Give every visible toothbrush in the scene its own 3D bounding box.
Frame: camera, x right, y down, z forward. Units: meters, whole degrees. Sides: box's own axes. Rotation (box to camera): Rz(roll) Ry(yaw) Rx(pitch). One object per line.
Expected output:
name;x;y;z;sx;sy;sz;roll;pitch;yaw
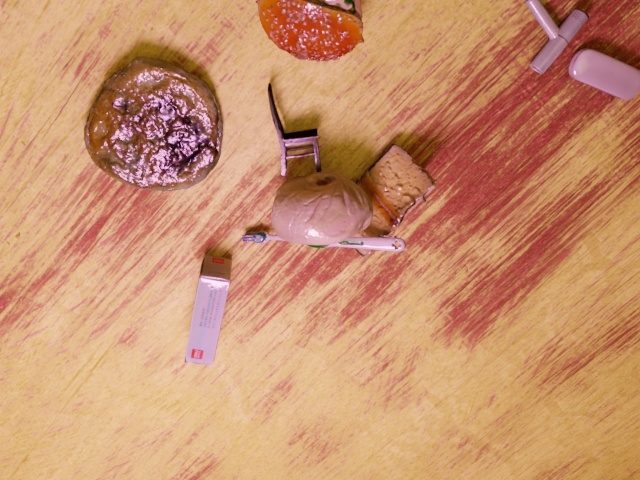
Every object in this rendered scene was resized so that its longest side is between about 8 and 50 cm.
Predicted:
toothbrush;0.002;-0.001;1.235;0.419;0.040;0.042;3;101;16

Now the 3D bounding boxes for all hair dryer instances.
hair dryer;0.502;-0.504;1.154;0.183;0.044;0.154;32;106;-13

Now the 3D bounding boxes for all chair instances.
chair;-0.058;-0.266;1.167;0.102;0.084;0.212;-7;114;0

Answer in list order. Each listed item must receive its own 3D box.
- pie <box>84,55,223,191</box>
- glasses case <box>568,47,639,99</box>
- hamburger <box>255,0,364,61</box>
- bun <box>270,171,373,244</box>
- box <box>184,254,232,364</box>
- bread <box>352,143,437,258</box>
pie;-0.373;-0.251;1.144;0.324;0.070;0.322;-3;116;-7
glasses case;0.697;-0.404;1.211;0.197;0.049;0.076;16;112;-13
hamburger;-0.020;-0.463;1.017;0.237;0.147;0.236;11;155;5
bun;-0.002;-0.085;1.177;0.244;0.244;0.153;-2;107;-6
box;-0.295;0.185;1.312;0.079;0.135;0.269;11;113;-11
bread;0.158;-0.097;1.252;0.266;0.142;0.178;-46;73;18
